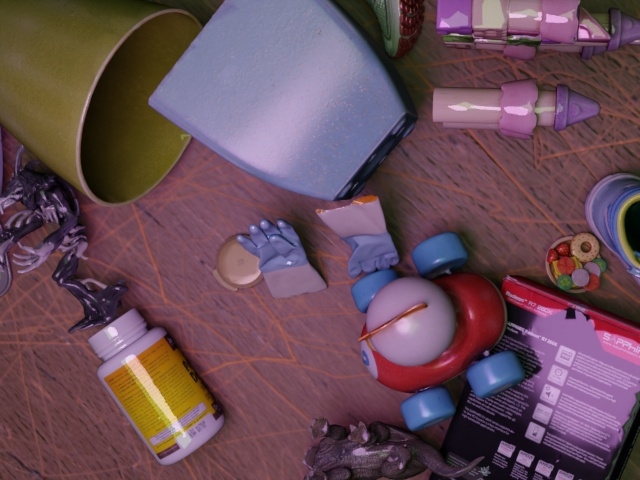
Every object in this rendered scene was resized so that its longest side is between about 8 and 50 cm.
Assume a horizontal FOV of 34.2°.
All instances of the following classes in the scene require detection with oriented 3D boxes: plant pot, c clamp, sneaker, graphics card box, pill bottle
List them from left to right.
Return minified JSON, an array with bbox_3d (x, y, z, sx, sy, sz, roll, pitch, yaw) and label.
[{"bbox_3d":[-0.530,0.032,1.554,0.137,0.022,0.161,-2,98,7],"label":"c clamp"},{"bbox_3d":[-0.346,-0.227,1.398,0.293,0.275,0.275,25,100,20],"label":"plant pot"},{"bbox_3d":[-0.240,0.207,1.495,0.117,0.117,0.215,-34,93,10],"label":"pill bottle"},{"bbox_3d":[-0.019,-0.182,1.336,0.252,0.248,0.247,42,100,7],"label":"plant pot"},{"bbox_3d":[0.079,-0.357,1.409,0.092,0.088,0.225,-10,97,29],"label":"sneaker"},{"bbox_3d":[0.301,0.258,1.413,0.232,0.094,0.371,23,99,26],"label":"graphics card box"},{"bbox_3d":[0.477,0.049,1.344,0.319,0.208,0.127,42,99,-1],"label":"sneaker"}]

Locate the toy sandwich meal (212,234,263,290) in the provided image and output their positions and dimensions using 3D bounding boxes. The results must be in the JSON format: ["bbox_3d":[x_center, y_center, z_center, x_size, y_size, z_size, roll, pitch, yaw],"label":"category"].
[{"bbox_3d":[-0.113,0.034,1.504,0.085,0.029,0.086,0,86,7],"label":"toy sandwich meal"}]

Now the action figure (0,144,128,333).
[{"bbox_3d":[-0.387,0.002,1.465,0.141,0.164,0.276,-33,102,-23],"label":"action figure"}]

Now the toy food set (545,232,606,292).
[{"bbox_3d":[0.353,0.033,1.438,0.083,0.020,0.083,-13,79,-9],"label":"toy food set"}]

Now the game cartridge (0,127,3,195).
[{"bbox_3d":[-0.555,-0.073,1.505,0.196,0.060,0.294,13,99,23],"label":"game cartridge"}]

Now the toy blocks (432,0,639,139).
[{"bbox_3d":[0.281,-0.281,1.287,0.260,0.288,0.309,3,95,10],"label":"toy blocks"}]

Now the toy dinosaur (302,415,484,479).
[{"bbox_3d":[0.076,0.295,1.440,0.313,0.160,0.121,-20,72,20],"label":"toy dinosaur"}]

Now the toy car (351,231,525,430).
[{"bbox_3d":[0.111,0.115,1.339,0.210,0.238,0.219,-32,69,25],"label":"toy car"}]

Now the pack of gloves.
[{"bbox_3d":[0.000,0.000,1.409,0.195,0.232,0.046,-11,63,8],"label":"pack of gloves"}]
